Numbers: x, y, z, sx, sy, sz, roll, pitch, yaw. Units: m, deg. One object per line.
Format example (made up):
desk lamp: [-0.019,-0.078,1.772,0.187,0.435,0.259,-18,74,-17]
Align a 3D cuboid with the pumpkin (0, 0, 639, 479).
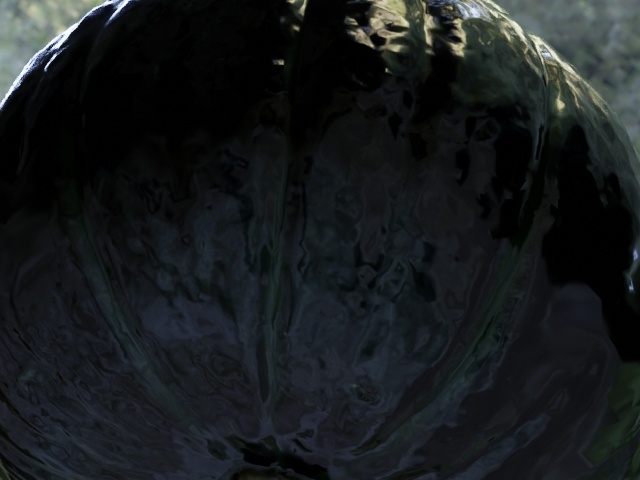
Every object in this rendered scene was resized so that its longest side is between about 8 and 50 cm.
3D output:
pumpkin: [0.000,0.000,0.573,0.248,0.248,0.248,-52,-12,-15]
